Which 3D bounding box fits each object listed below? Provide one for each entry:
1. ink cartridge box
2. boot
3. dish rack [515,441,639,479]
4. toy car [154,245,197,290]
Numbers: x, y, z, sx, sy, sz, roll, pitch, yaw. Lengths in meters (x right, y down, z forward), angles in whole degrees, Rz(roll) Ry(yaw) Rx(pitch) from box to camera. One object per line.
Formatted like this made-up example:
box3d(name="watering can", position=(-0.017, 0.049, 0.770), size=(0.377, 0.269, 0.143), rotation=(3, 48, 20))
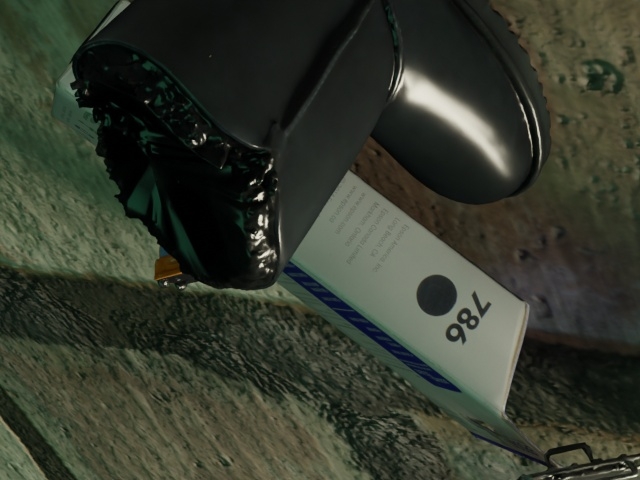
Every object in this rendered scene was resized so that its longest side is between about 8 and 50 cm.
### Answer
box3d(name="ink cartridge box", position=(0.000, 0.000, 0.859), size=(0.332, 0.065, 0.165), rotation=(39, 172, -9))
box3d(name="boot", position=(0.003, -0.051, 0.702), size=(0.094, 0.207, 0.246), rotation=(4, 139, 38))
box3d(name="dish rack", position=(0.188, 0.159, 0.834), size=(0.271, 0.074, 0.208), rotation=(-6, 153, -19))
box3d(name="toy car", position=(-0.059, 0.001, 1.007), size=(0.122, 0.060, 0.041), rotation=(-18, 80, 32))
